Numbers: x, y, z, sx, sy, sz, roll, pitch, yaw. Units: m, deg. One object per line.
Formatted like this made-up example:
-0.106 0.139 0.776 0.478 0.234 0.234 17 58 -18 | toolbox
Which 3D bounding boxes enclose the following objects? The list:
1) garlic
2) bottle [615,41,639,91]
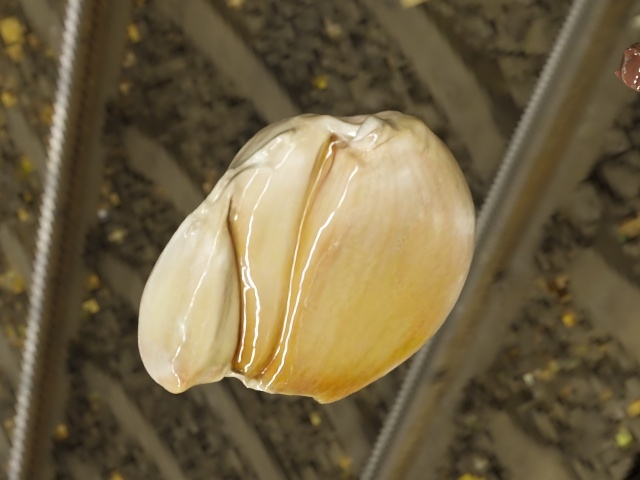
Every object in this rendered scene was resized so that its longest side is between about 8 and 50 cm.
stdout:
0.000 0.000 1.209 0.228 0.217 0.110 -61 36 24 | garlic
0.271 -0.123 1.350 0.063 0.101 0.047 124 157 -72 | bottle
